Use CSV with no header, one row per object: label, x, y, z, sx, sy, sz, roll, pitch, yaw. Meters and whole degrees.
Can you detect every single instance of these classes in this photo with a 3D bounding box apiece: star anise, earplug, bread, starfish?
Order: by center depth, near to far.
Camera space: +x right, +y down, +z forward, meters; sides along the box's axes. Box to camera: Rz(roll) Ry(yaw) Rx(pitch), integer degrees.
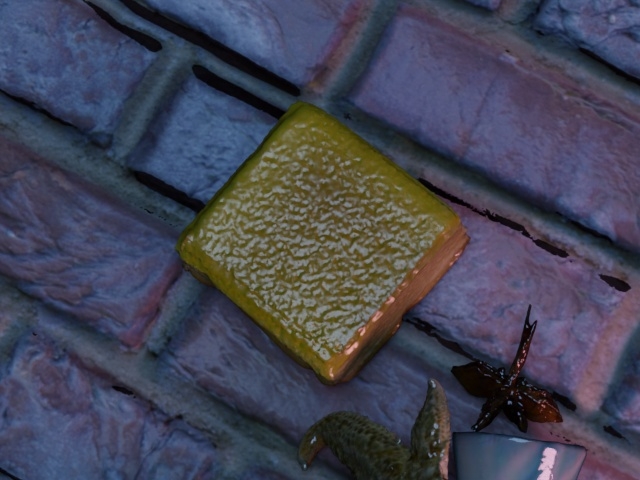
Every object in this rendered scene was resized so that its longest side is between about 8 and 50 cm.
starfish,0.102,0.406,1.843,0.324,0.082,0.432,-31,61,34
earplug,0.253,0.429,1.850,0.185,0.185,0.324,6,78,8
star anise,0.276,0.189,1.944,0.158,0.144,0.140,4,36,-22
bread,0.000,0.000,2.025,0.333,0.143,0.323,40,80,16
